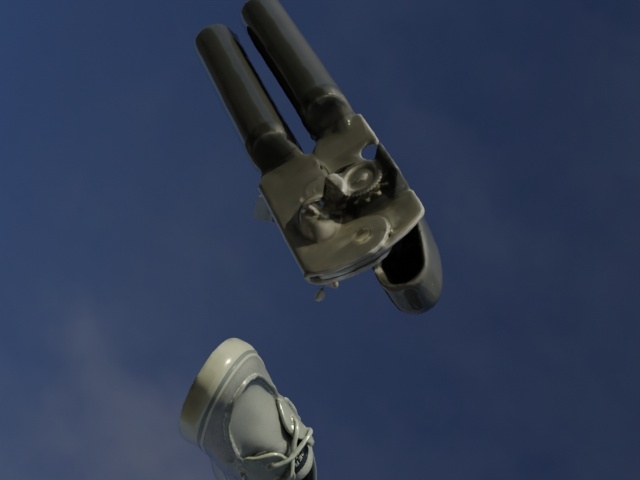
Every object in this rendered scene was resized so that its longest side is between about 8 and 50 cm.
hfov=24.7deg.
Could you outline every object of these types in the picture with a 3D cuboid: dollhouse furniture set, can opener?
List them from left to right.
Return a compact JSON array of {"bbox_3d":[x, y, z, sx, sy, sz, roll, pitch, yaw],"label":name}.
[{"bbox_3d":[-0.003,-0.051,0.891,0.076,0.095,0.283,-33,-143,3],"label":"can opener"},{"bbox_3d":[0.000,0.000,1.148,0.114,0.091,0.081,-169,-111,-70],"label":"dollhouse furniture set"}]

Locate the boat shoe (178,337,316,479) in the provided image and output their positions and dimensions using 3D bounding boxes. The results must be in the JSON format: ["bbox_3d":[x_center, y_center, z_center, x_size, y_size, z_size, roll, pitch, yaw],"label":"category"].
[{"bbox_3d":[-0.039,0.140,1.047,0.081,0.227,0.079,27,-110,18],"label":"boat shoe"}]
